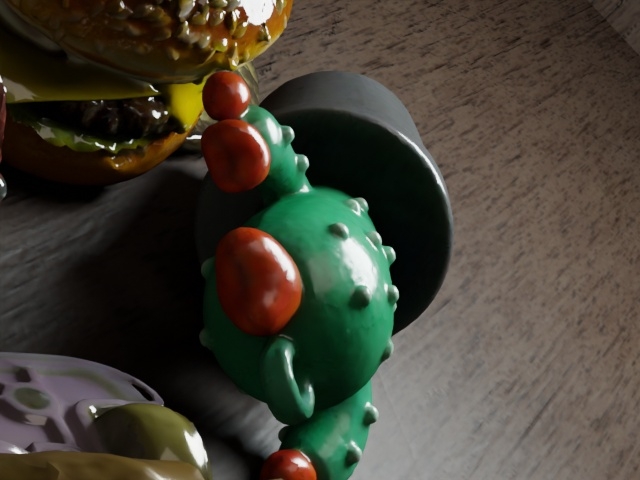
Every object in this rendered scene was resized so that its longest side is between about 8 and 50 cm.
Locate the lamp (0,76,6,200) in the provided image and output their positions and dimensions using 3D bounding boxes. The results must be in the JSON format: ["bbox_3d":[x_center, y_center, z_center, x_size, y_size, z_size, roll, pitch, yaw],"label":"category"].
[{"bbox_3d":[-0.243,-0.068,0.743,0.215,0.151,0.223,17,50,-45],"label":"lamp"}]

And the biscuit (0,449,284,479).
[{"bbox_3d":[-0.110,0.261,0.422,0.429,0.446,0.104,25,6,-43],"label":"biscuit"}]

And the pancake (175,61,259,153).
[{"bbox_3d":[-0.161,-0.181,1.346,0.286,0.033,0.288,16,39,-42],"label":"pancake"}]

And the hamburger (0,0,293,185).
[{"bbox_3d":[-0.159,-0.200,1.121,0.291,0.225,0.291,22,49,-27],"label":"hamburger"}]

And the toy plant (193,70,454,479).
[{"bbox_3d":[-0.002,0.013,1.115,0.185,0.280,0.400,11,21,-1],"label":"toy plant"}]

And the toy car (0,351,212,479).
[{"bbox_3d":[-0.148,0.207,0.674,0.242,0.226,0.336,7,24,-36],"label":"toy car"}]
